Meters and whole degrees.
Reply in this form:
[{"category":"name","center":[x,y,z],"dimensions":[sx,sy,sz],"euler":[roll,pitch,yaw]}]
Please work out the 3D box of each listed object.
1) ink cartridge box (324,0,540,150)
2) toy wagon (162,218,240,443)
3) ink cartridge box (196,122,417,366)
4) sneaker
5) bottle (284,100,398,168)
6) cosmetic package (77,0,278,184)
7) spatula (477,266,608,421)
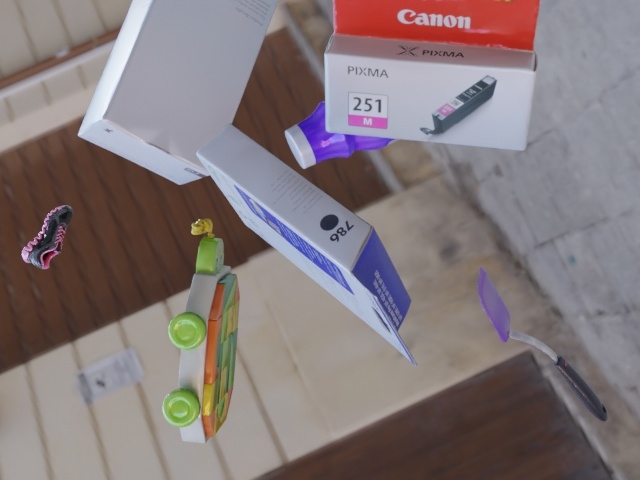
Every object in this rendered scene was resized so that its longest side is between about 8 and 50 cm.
[{"category":"ink cartridge box","center":[0.143,-0.240,1.473],"dimensions":[0.060,0.275,0.239],"euler":[-74,-13,-47]},{"category":"toy wagon","center":[-0.179,0.139,1.796],"dimensions":[0.267,0.068,0.344],"euler":[-48,-36,-81]},{"category":"ink cartridge box","center":[0.000,0.000,1.316],"dimensions":[0.332,0.065,0.165],"euler":[40,168,36]},{"category":"sneaker","center":[-0.449,-0.003,1.920],"dimensions":[0.057,0.119,0.047],"euler":[33,179,31]},{"category":"bottle","center":[0.084,-0.201,1.744],"dimensions":[0.118,0.283,0.092],"euler":[61,172,5]},{"category":"cosmetic package","center":[-0.239,-0.314,1.964],"dimensions":[0.217,0.385,0.156],"euler":[28,164,-24]},{"category":"spatula","center":[0.316,0.159,1.621],"dimensions":[0.296,0.030,0.084],"euler":[43,-150,-12]}]
